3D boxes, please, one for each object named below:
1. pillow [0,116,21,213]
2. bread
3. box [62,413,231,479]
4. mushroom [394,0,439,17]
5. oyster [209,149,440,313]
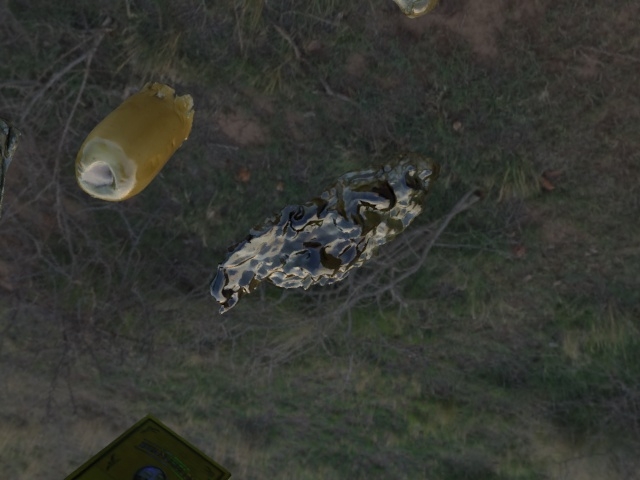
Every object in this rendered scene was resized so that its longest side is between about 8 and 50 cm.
[{"bbox_3d":[-0.326,-0.020,0.453,0.053,0.119,0.208,33,110,27],"label":"pillow"},{"bbox_3d":[-0.250,-0.128,0.750,0.085,0.173,0.134,35,139,-9],"label":"bread"},{"bbox_3d":[-0.215,0.304,0.615,0.140,0.220,0.064,31,108,13],"label":"box"},{"bbox_3d":[0.052,-0.325,0.688,0.201,0.055,0.059,16,-174,1],"label":"mushroom"},{"bbox_3d":[0.006,-0.005,0.366,0.056,0.177,0.105,52,162,17],"label":"oyster"}]
